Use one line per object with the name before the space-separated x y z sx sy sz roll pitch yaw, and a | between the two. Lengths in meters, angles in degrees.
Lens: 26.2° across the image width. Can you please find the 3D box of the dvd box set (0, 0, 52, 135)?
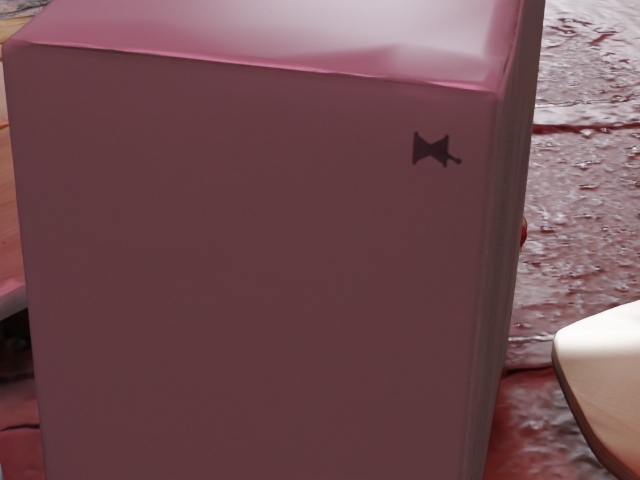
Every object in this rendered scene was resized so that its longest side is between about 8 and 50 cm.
dvd box set | -0.196 -0.111 0.844 0.420 0.062 0.307 -15 33 -26

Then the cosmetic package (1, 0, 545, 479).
cosmetic package | 0.000 0.000 0.486 0.138 0.224 0.224 6 30 9

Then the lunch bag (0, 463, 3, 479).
lunch bag | -0.231 0.074 0.461 0.219 0.090 0.176 16 44 23

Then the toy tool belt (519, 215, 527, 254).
toy tool belt | 0.067 -0.022 0.703 0.083 0.052 0.051 8 39 12

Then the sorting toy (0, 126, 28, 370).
sorting toy | -0.149 0.004 0.640 0.274 0.046 0.132 -28 39 -24

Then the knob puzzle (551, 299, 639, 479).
knob puzzle | 0.186 0.075 0.555 0.213 0.030 0.213 1 30 0
